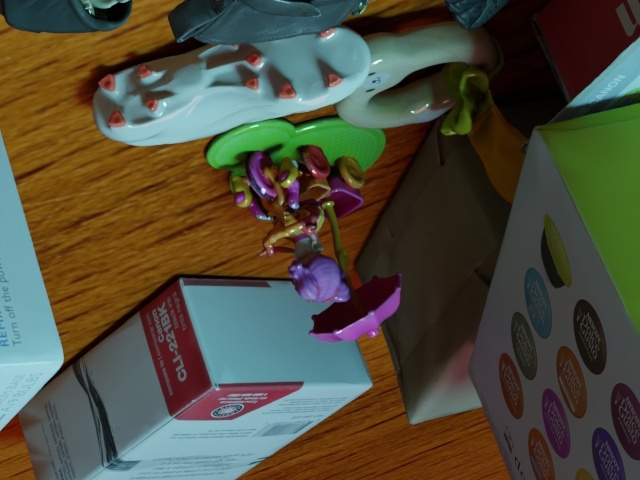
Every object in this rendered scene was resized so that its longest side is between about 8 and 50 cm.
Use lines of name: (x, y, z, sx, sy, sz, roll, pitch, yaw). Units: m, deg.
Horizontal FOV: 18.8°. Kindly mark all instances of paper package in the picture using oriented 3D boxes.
paper package: (0.231, 0.006, 1.669, 0.325, 0.168, 0.309, -12, 157, -20)

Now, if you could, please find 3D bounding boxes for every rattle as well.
rattle: (0.055, -0.082, 1.371, 0.130, 0.142, 0.200, -13, 172, 38)

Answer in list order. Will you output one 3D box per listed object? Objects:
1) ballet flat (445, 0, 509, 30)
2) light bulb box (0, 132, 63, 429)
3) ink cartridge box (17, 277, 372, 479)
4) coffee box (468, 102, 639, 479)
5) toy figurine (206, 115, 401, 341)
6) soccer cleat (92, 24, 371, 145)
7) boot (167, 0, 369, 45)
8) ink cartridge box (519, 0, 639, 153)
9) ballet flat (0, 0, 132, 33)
ballet flat: (0.088, -0.161, 1.124, 0.057, 0.049, 0.173, -48, 168, 5)
light bulb box: (-0.414, 0.065, 1.212, 0.361, 0.225, 0.358, -3, 153, -36)
ink cartridge box: (-0.120, 0.147, 1.781, 0.197, 0.114, 0.273, 3, 148, -45)
coffee box: (0.334, 0.107, 1.361, 0.338, 0.337, 0.334, -13, 148, -14)
toy figurine: (0.000, 0.000, 1.479, 0.130, 0.159, 0.173, -31, 154, 27)
soccer cleat: (-0.058, -0.106, 1.309, 0.196, 0.068, 0.076, -12, 168, 11)
boot: (0.050, -0.200, 1.178, 0.263, 0.091, 0.229, -14, 167, -24)
ink cartridge box: (0.297, -0.187, 1.319, 0.272, 0.130, 0.309, -4, 153, -34)
ballet flat: (-0.121, -0.192, 1.017, 0.096, 0.095, 0.280, 17, 159, -4)
